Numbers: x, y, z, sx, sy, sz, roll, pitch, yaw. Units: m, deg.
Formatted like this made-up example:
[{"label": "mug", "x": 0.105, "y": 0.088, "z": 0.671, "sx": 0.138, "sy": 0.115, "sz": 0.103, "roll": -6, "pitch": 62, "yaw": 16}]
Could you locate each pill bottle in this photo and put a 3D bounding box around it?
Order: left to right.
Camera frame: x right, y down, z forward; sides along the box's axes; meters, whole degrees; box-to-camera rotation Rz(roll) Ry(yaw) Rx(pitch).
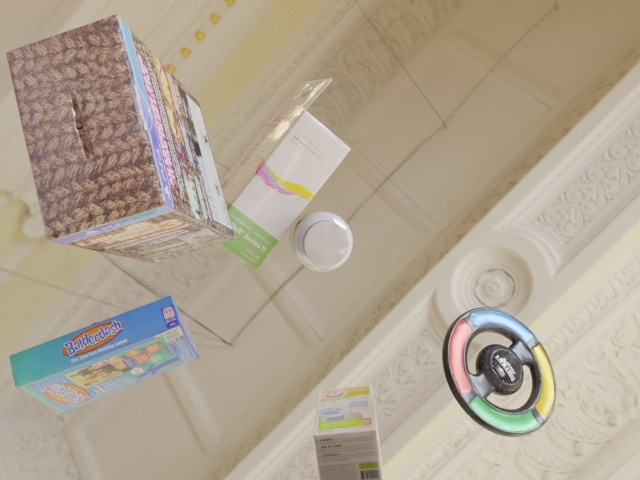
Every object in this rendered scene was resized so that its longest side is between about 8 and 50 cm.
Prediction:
[{"label": "pill bottle", "x": 0.000, "y": 0.000, "z": 1.098, "sx": 0.103, "sy": 0.184, "sz": 0.103, "roll": 0, "pitch": -87, "yaw": -6}]

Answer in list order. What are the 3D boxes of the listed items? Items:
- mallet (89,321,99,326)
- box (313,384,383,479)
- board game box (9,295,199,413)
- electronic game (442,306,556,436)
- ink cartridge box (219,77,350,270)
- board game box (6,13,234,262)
[{"label": "mallet", "x": -0.485, "y": 0.218, "z": 1.204, "sx": 0.190, "sy": 0.062, "sz": 0.039, "roll": -28, "pitch": -122, "yaw": -10}, {"label": "box", "x": 0.052, "y": 0.358, "z": 1.170, "sx": 0.114, "sy": 0.203, "sz": 0.103, "roll": -7, "pitch": -81, "yaw": 4}, {"label": "board game box", "x": -0.282, "y": 0.159, "z": 0.856, "sx": 0.210, "sy": 0.160, "sz": 0.047, "roll": -21, "pitch": -114, "yaw": -12}, {"label": "electronic game", "x": 0.312, "y": 0.224, "z": 1.091, "sx": 0.048, "sy": 0.229, "sz": 0.229, "roll": 130, "pitch": -41, "yaw": -53}, {"label": "ink cartridge box", "x": -0.077, "y": -0.133, "z": 1.198, "sx": 0.353, "sy": 0.119, "sz": 0.207, "roll": -52, "pitch": -159, "yaw": -2}, {"label": "board game box", "x": -0.243, "y": -0.108, "z": 0.831, "sx": 0.141, "sy": 0.291, "sz": 0.232, "roll": -17, "pitch": -99, "yaw": 5}]
